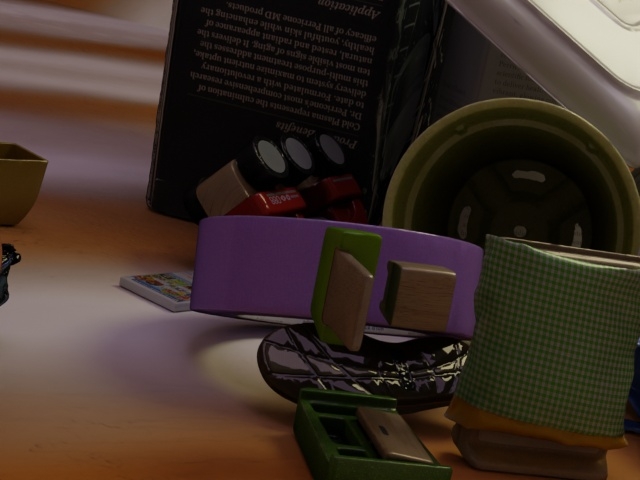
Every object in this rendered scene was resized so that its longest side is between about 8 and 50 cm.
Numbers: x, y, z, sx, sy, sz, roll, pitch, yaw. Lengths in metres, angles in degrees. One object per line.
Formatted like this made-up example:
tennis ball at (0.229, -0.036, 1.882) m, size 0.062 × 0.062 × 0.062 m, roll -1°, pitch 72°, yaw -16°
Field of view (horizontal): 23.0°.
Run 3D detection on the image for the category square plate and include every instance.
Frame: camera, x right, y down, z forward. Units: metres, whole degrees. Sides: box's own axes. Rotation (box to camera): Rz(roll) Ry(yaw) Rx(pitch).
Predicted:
square plate at (0.336, -0.270, 1.810) m, size 0.344 × 0.049 × 0.347 m, roll 45°, pitch 49°, yaw 16°

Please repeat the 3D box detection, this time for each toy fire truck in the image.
toy fire truck at (0.000, 0.000, 1.788) m, size 0.246 × 0.158 × 0.217 m, roll 60°, pitch 28°, yaw 9°

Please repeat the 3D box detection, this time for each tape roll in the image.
tape roll at (0.016, 0.038, 1.505) m, size 0.275 × 0.090 × 0.275 m, roll 5°, pitch -6°, yaw 1°

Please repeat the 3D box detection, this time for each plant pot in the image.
plant pot at (-0.368, -0.063, 1.786) m, size 0.081 × 0.083 × 0.081 m, roll -1°, pitch 18°, yaw -40°
plant pot at (0.219, -0.012, 1.779) m, size 0.276 × 0.276 × 0.254 m, roll 14°, pitch 2°, yaw 9°

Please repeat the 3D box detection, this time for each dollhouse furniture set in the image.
dollhouse furniture set at (0.147, 0.107, 1.277) m, size 0.302 × 0.197 × 0.151 m, roll 7°, pitch 13°, yaw -15°

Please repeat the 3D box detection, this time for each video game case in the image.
video game case at (-0.139, 0.052, 1.664) m, size 0.087 × 0.011 × 0.122 m, roll 23°, pitch 17°, yaw 38°

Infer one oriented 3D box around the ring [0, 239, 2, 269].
ring at (-0.405, 0.041, 1.176) m, size 0.337 × 0.032 × 0.336 m, roll -4°, pitch 37°, yaw 3°

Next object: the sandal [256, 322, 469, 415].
sandal at (0.046, 0.123, 1.401) m, size 0.219 × 0.060 × 0.090 m, roll 1°, pitch 50°, yaw -26°

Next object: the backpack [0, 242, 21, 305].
backpack at (-0.330, 0.047, 1.358) m, size 0.105 × 0.084 × 0.114 m, roll 11°, pitch 18°, yaw 10°

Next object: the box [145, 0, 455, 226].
box at (0.006, -0.291, 2.096) m, size 0.297 × 0.471 × 0.480 m, roll 16°, pitch 23°, yaw 11°

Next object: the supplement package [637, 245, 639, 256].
supplement package at (0.472, 0.081, 1.661) m, size 0.199 × 0.198 × 0.263 m, roll 23°, pitch 16°, yaw 40°

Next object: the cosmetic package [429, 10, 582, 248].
cosmetic package at (0.282, -0.187, 2.058) m, size 0.230 × 0.453 × 0.161 m, roll 9°, pitch 12°, yaw -16°

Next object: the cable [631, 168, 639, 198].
cable at (0.453, -0.042, 1.845) m, size 0.257 × 0.257 × 0.089 m, roll -19°, pitch 63°, yaw -17°

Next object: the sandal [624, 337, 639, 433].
sandal at (0.365, 0.156, 1.466) m, size 0.138 × 0.126 × 0.317 m, roll -7°, pitch 15°, yaw -38°
